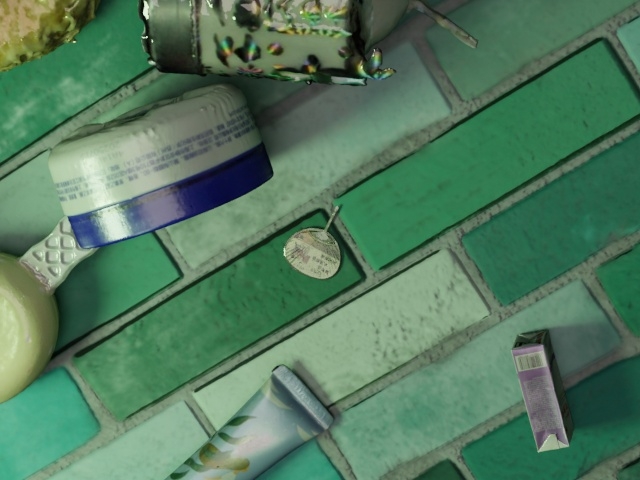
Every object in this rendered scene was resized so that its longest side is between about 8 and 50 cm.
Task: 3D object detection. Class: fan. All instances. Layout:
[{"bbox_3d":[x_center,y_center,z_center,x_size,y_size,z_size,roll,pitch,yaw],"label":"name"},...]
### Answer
[{"bbox_3d":[-0.009,0.003,1.812,0.060,0.003,0.080,0,106,6],"label":"fan"}]

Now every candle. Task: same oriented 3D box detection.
[{"bbox_3d":[-0.012,-0.236,1.656,0.330,0.187,0.187,5,106,3],"label":"candle"}]

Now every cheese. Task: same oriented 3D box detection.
[{"bbox_3d":[-0.311,0.075,1.836,0.248,0.071,0.163,-22,102,12],"label":"cheese"}]

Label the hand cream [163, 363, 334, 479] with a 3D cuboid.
[{"bbox_3d":[-0.107,0.238,1.872,0.256,0.055,0.088,-40,98,9],"label":"hand cream"}]

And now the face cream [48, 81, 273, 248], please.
[{"bbox_3d":[-0.157,-0.077,1.703,0.206,0.206,0.111,-17,100,11],"label":"face cream"}]

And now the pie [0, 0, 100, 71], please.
[{"bbox_3d":[-0.363,-0.323,1.724,0.339,0.083,0.339,3,108,8],"label":"pie"}]

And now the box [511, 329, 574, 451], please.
[{"bbox_3d":[0.228,0.154,1.801,0.036,0.050,0.117,-12,105,18],"label":"box"}]
